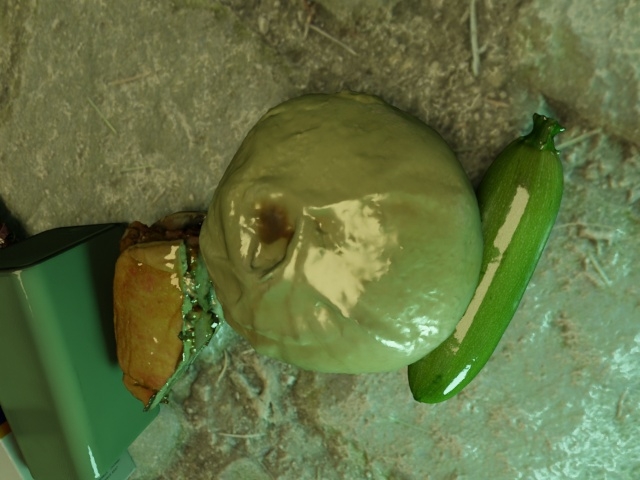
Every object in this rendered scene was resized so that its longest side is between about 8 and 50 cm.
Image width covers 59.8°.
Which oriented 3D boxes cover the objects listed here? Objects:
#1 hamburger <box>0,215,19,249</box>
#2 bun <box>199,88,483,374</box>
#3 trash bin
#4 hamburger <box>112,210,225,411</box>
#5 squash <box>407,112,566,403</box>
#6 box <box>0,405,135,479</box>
[{"bbox_3d":[-0.613,0.057,0.940,0.243,0.138,0.262,-25,96,21],"label":"hamburger"},{"bbox_3d":[-0.004,-0.002,0.663,0.364,0.202,0.365,3,96,31],"label":"bun"},{"bbox_3d":[-0.390,0.166,0.866,0.158,0.223,0.344,-2,108,17],"label":"trash bin"},{"bbox_3d":[-0.225,0.093,0.825,0.282,0.155,0.245,-37,89,28],"label":"hamburger"},{"bbox_3d":[0.209,0.038,0.701,0.107,0.107,0.395,21,108,10],"label":"squash"},{"bbox_3d":[-0.472,0.340,0.947,0.106,0.200,0.300,-21,99,20],"label":"box"}]
